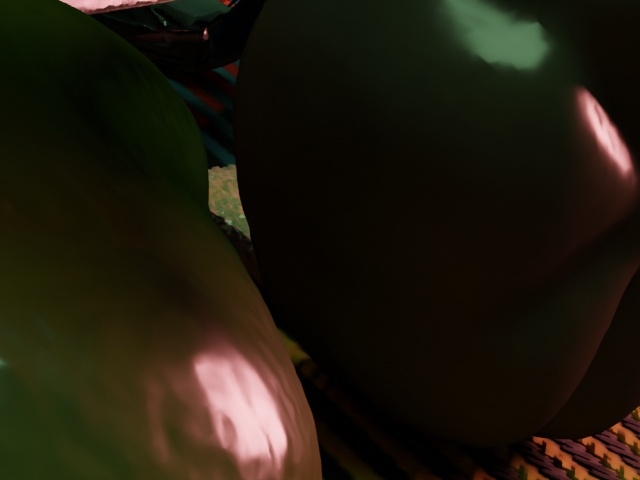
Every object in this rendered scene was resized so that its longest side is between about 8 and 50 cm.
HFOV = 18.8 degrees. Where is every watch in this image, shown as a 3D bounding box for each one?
[{"bbox_3d":[-0.037,-0.225,1.116,0.276,0.275,0.068,23,21,21],"label":"watch"}]

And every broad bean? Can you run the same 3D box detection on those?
[{"bbox_3d":[-0.097,0.018,0.546,0.238,0.119,0.291,41,18,-15],"label":"broad bean"}]

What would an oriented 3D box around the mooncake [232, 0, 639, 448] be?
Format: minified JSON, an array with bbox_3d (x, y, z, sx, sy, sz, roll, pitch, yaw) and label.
[{"bbox_3d":[0.094,-0.042,0.773,0.135,0.275,0.275,31,20,37],"label":"mooncake"}]

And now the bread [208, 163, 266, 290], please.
[{"bbox_3d":[0.000,0.000,0.897,0.126,0.044,0.129,-11,38,-46],"label":"bread"}]

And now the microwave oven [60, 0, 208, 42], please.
[{"bbox_3d":[-0.181,-0.270,0.892,0.236,0.374,0.432,5,12,24],"label":"microwave oven"}]
